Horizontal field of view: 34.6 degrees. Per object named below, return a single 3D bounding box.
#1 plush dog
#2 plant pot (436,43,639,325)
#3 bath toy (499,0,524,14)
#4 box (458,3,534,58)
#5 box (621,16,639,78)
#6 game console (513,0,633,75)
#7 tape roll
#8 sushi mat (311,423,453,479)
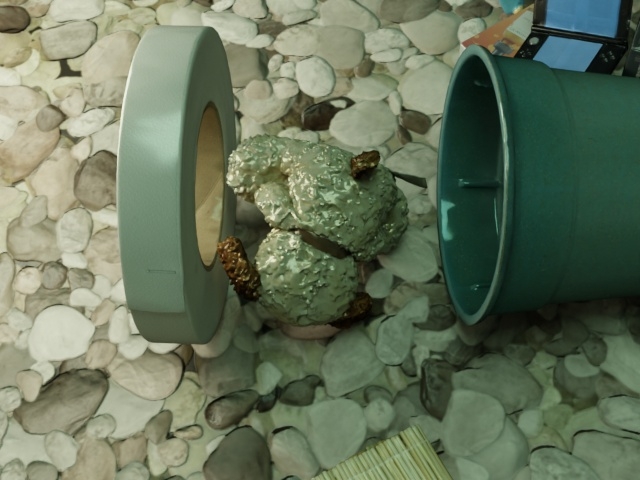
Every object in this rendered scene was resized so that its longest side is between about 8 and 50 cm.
[{"bbox_3d":[0.000,0.000,1.287,0.263,0.211,0.225,22,83,-19],"label":"plush dog"},{"bbox_3d":[0.342,-0.065,1.271,0.334,0.341,0.341,1,59,-5],"label":"plant pot"},{"bbox_3d":[0.428,-0.458,1.557,0.349,0.151,0.129,-11,50,9],"label":"bath toy"},{"bbox_3d":[0.306,-0.256,1.502,0.171,0.091,0.130,-30,63,-14],"label":"box"},{"bbox_3d":[0.475,-0.287,1.457,0.059,0.183,0.232,19,62,13],"label":"box"},{"bbox_3d":[0.337,-0.287,1.393,0.144,0.085,0.124,19,60,35],"label":"game console"},{"bbox_3d":[-0.164,-0.065,1.247,0.072,0.392,0.391,2,60,4],"label":"tape roll"},{"bbox_3d":[0.128,0.371,1.187,0.151,0.019,0.316,-27,62,-11],"label":"sushi mat"}]
